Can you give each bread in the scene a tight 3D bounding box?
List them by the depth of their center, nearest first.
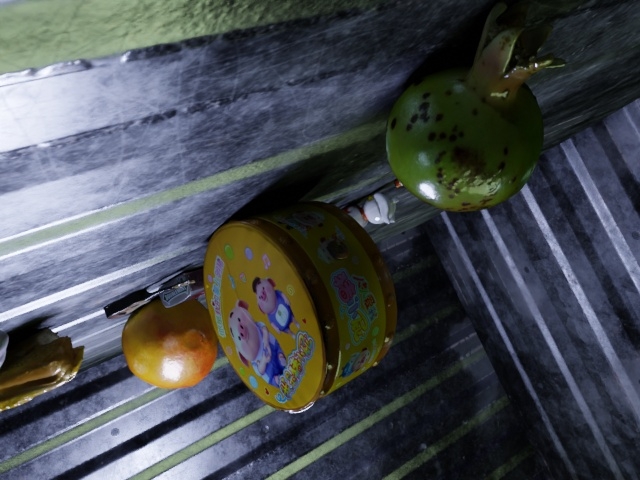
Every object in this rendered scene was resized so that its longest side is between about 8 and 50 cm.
[{"bbox_3d":[-0.732,0.322,1.234,0.380,0.109,0.185,-26,-151,7],"label":"bread"}]

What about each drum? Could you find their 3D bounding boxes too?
[{"bbox_3d":[-0.054,0.131,1.118,0.214,0.432,0.431,-19,171,-40],"label":"drum"}]

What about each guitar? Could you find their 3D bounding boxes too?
[{"bbox_3d":[-0.447,0.142,1.362,0.271,0.038,0.084,-24,175,15],"label":"guitar"}]

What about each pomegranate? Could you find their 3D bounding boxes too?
[{"bbox_3d":[0.233,-0.168,0.732,0.230,0.231,0.286,-18,159,-49],"label":"pomegranate"}]

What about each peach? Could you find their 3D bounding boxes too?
[{"bbox_3d":[-0.456,0.322,1.630,0.288,0.308,0.289,-34,-172,6],"label":"peach"}]

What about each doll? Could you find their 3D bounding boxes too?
[{"bbox_3d":[0.068,-0.050,1.590,0.383,0.099,0.188,-21,177,25],"label":"doll"}]

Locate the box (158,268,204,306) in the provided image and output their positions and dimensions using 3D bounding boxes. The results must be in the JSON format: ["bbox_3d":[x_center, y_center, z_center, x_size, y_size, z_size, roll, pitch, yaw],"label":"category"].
[{"bbox_3d":[-0.343,0.122,1.489,0.120,0.069,0.224,-28,174,26],"label":"box"}]

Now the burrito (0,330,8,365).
[{"bbox_3d":[-0.716,0.255,1.063,0.143,0.089,0.228,-25,178,-38],"label":"burrito"}]

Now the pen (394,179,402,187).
[{"bbox_3d":[0.306,-0.208,1.466,0.218,0.026,0.026,-28,173,23],"label":"pen"}]

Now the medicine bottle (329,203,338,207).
[{"bbox_3d":[-0.041,-0.033,1.455,0.092,0.061,0.220,12,150,-37],"label":"medicine bottle"}]

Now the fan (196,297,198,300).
[{"bbox_3d":[-0.572,0.273,2.065,0.193,0.016,0.038,-25,172,6],"label":"fan"}]
